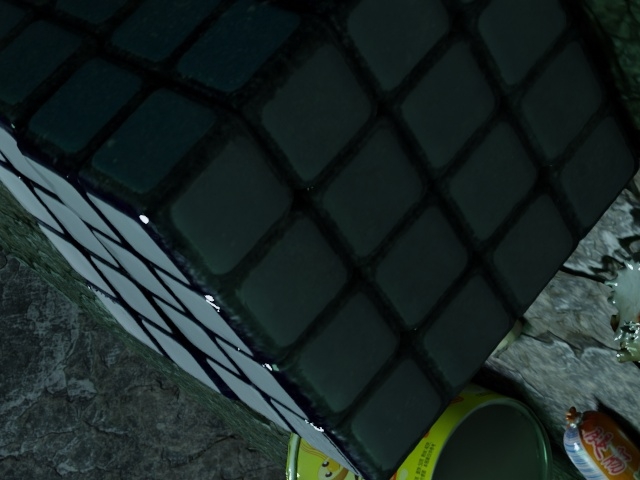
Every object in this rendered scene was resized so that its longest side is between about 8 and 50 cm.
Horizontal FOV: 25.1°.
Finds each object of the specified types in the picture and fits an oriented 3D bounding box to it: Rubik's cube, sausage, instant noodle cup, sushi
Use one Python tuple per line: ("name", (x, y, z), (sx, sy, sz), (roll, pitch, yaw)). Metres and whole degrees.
("Rubik's cube", (-0.025, -0.088, 1.076), (0.337, 0.344, 0.343), (25, 159, 45))
("sausage", (0.348, 0.271, 1.624), (0.234, 0.071, 0.071), (47, 164, -19))
("instant noodle cup", (0.137, 0.292, 1.833), (0.221, 0.311, 0.311), (6, 142, 48))
("sushi", (0.291, 0.075, 1.190), (0.103, 0.097, 0.226), (33, 160, 40))

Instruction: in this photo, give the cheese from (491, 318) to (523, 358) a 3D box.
("cheese", (0.140, 0.054, 1.605), (0.192, 0.037, 0.097), (40, 163, 4))
